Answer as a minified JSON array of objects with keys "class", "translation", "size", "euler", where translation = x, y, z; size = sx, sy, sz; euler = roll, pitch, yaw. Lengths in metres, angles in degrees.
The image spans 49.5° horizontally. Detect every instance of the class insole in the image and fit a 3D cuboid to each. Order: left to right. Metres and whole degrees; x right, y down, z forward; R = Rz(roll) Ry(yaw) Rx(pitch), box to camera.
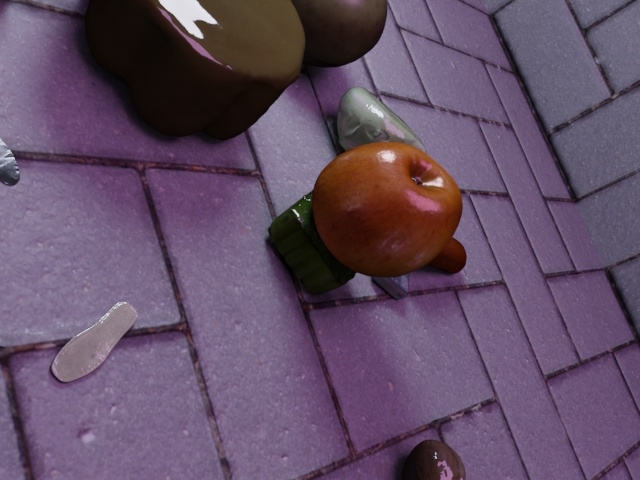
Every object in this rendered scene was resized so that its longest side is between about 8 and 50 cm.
[{"class":"insole","translation":[-0.541,-0.157,1.137],"size":[0.152,0.002,0.053],"euler":[56,36,-5]},{"class":"insole","translation":[-0.361,0.163,1.125],"size":[0.063,0.010,0.192],"euler":[51,38,-11]}]

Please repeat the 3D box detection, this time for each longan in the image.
[{"class":"longan","translation":[-0.001,-0.634,1.858],"size":[0.361,0.361,0.360],"euler":[29,46,-35]}]

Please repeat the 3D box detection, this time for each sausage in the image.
[{"class":"sausage","translation":[0.335,0.026,1.932],"size":[0.348,0.094,0.097],"euler":[16,55,-58]}]

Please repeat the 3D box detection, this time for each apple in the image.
[{"class":"apple","translation":[0.143,-0.070,1.474],"size":[0.299,0.275,0.298],"euler":[26,48,-33]}]

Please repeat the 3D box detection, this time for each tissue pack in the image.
[{"class":"tissue pack","translation":[0.186,0.062,1.804],"size":[0.112,0.051,0.156],"euler":[40,40,-29]}]

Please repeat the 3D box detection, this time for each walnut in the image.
[{"class":"walnut","translation":[0.245,0.511,1.497],"size":[0.140,0.140,0.162],"euler":[36,53,-29]}]

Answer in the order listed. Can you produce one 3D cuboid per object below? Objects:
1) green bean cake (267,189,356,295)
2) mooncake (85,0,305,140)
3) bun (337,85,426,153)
[{"class":"green bean cake","translation":[0.000,0.000,1.575],"size":[0.214,0.113,0.200],"euler":[56,34,-6]},{"class":"mooncake","translation":[-0.260,-0.446,1.457],"size":[0.467,0.262,0.466],"euler":[26,48,-34]},{"class":"bun","translation":[0.148,-0.273,1.894],"size":[0.283,0.179,0.283],"euler":[40,16,-14]}]
